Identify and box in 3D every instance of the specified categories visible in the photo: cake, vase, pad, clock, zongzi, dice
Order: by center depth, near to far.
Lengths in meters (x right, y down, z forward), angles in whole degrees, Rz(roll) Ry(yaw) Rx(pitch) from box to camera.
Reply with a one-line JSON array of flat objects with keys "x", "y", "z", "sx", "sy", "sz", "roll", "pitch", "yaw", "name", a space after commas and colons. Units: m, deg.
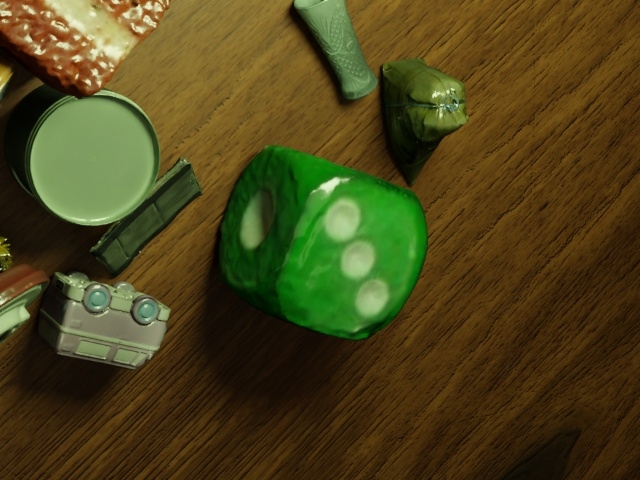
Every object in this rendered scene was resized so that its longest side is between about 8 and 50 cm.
[{"x": -0.386, "y": -0.412, "z": 1.596, "sx": 0.270, "sy": 0.269, "sz": 0.319, "roll": 41, "pitch": 84, "yaw": -34, "name": "cake"}, {"x": -0.559, "y": 0.157, "z": 1.666, "sx": 0.318, "sy": 0.318, "sz": 0.080, "roll": -39, "pitch": 90, "yaw": -15, "name": "clock"}, {"x": -0.305, "y": -0.039, "z": 1.861, "sx": 0.233, "sy": 0.022, "sz": 0.174, "roll": -46, "pitch": 166, "yaw": -10, "name": "pad"}, {"x": 0.000, "y": 0.000, "z": 1.960, "sx": 0.300, "sy": 0.287, "sz": 0.297, "roll": 16, "pitch": 96, "yaw": -34, "name": "dice"}, {"x": 0.036, "y": -0.372, "z": 1.982, "sx": 0.096, "sy": 0.096, "sz": 0.219, "roll": -39, "pitch": 125, "yaw": -15, "name": "vase"}, {"x": 0.209, "y": -0.202, "z": 2.050, "sx": 0.125, "sy": 0.251, "sz": 0.274, "roll": -10, "pitch": 113, "yaw": -13, "name": "zongzi"}]

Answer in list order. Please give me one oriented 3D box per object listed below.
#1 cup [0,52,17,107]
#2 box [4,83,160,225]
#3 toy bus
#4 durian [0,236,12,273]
[{"x": -0.600, "y": -0.255, "z": 1.545, "sx": 0.264, "sy": 0.182, "sz": 0.226, "roll": 31, "pitch": 133, "yaw": -12, "name": "cup"}, {"x": -0.396, "y": -0.148, "z": 1.750, "sx": 0.226, "sy": 0.149, "sz": 0.226, "roll": -10, "pitch": 111, "yaw": -28, "name": "box"}, {"x": -0.384, "y": 0.143, "z": 1.861, "sx": 0.202, "sy": 0.142, "sz": 0.142, "roll": 17, "pitch": 91, "yaw": -33, "name": "toy bus"}, {"x": -0.593, "y": 0.089, "z": 1.712, "sx": 0.252, "sy": 0.139, "sz": 0.144, "roll": -33, "pitch": 128, "yaw": 1, "name": "durian"}]
